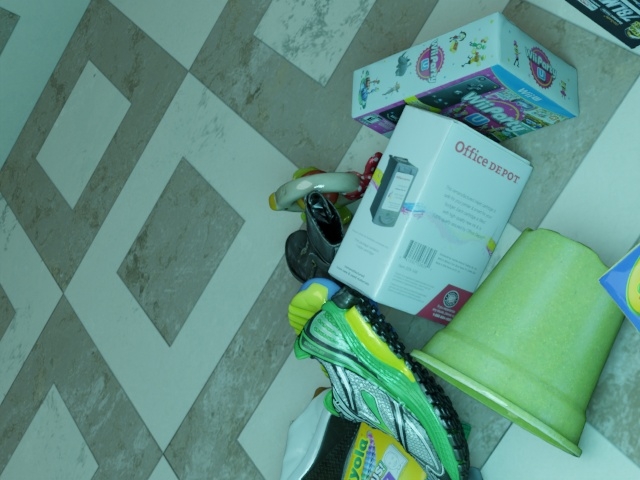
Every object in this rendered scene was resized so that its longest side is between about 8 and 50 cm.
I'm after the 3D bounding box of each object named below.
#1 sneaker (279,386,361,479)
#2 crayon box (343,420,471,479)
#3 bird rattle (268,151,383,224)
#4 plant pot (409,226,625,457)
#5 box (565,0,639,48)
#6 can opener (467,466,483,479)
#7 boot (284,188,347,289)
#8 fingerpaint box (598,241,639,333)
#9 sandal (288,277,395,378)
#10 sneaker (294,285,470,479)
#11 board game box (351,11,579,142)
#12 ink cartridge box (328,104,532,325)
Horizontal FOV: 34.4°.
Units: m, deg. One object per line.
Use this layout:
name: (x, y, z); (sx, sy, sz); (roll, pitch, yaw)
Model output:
sneaker: (-0.022, 0.396, 1.828); (0.123, 0.106, 0.290); (18, 81, 60)
crayon box: (0.122, 0.402, 1.673); (0.165, 0.081, 0.278); (13, 84, 48)
bird rattle: (0.024, -0.083, 1.904); (0.254, 0.207, 0.143); (-10, 85, 54)
plant pot: (0.311, 0.130, 1.479); (0.276, 0.276, 0.253); (27, 82, 49)
box: (0.493, -0.404, 1.455); (0.293, 0.296, 0.073); (-21, 61, 41)
can opener: (0.252, 0.475, 1.529); (0.093, 0.074, 0.280); (-12, 61, 5)
boot: (0.000, 0.000, 1.830); (0.263, 0.091, 0.229); (-122, 19, -45)
fingerpaint box: (0.616, 0.047, 1.187); (0.445, 0.163, 0.371); (-46, 58, 24)
sandal: (0.044, 0.142, 1.733); (0.126, 0.317, 0.138); (28, 70, 28)
sneaker: (0.098, 0.240, 1.554); (0.146, 0.134, 0.343); (-40, 82, 11)
board game box: (0.237, -0.243, 1.714); (0.303, 0.224, 0.097); (-17, 61, 42)
ink cartridge box: (0.181, -0.034, 1.684); (0.131, 0.226, 0.306); (26, 93, 48)
